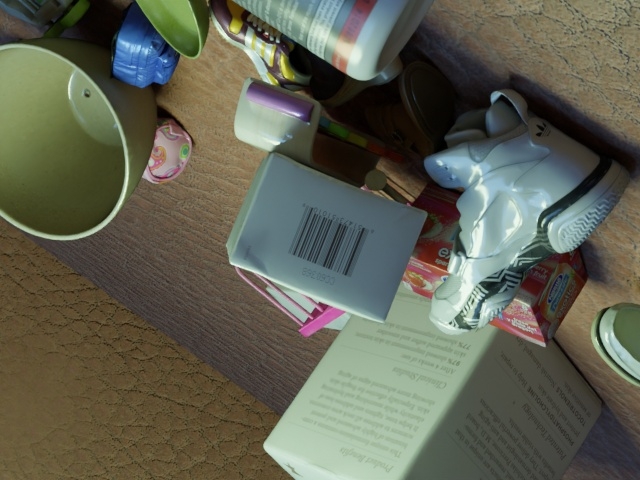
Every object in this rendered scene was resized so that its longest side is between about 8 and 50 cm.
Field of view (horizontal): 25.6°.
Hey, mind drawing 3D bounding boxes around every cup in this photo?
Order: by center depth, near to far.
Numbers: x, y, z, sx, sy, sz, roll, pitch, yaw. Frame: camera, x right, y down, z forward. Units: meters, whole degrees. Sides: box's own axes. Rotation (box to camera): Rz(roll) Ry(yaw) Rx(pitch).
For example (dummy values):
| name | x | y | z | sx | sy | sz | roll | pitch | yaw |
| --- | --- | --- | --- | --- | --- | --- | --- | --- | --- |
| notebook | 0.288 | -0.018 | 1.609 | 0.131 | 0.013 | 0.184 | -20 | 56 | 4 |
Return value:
| name | x | y | z | sx | sy | sz | roll | pitch | yaw |
| --- | --- | --- | --- | --- | --- | --- | --- | --- | --- |
| cup | -0.399 | -0.197 | 2.313 | 0.331 | 0.237 | 0.331 | 11 | 118 | 22 |

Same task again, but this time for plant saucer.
| name | x | y | z | sx | sy | sz | roll | pitch | yaw |
| --- | --- | --- | --- | --- | --- | --- | --- | --- | --- |
| plant saucer | -0.217 | -0.361 | 1.911 | 0.241 | 0.037 | 0.241 | 51 | 163 | 22 |

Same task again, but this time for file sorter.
| name | x | y | z | sx | sy | sz | roll | pitch | yaw |
| --- | --- | --- | --- | --- | --- | --- | --- | --- | --- |
| file sorter | 0.000 | 0.000 | 2.241 | 0.182 | 0.202 | 0.291 | 38 | 161 | -4 |

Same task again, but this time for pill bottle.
| name | x | y | z | sx | sy | sz | roll | pitch | yaw |
| --- | --- | --- | --- | --- | --- | --- | --- | --- | --- |
| pill bottle | -0.045 | -0.347 | 1.486 | 0.363 | 0.210 | 0.210 | 33 | 161 | 5 |

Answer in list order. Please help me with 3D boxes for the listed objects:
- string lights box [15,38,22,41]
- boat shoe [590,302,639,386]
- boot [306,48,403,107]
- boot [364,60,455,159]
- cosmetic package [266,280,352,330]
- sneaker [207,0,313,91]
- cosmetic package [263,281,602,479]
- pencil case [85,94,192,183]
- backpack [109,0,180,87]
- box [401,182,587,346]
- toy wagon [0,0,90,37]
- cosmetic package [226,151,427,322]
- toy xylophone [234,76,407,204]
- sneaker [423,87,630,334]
| name | x | y | z | sx | sy | sz | roll | pitch | yaw |
| --- | --- | --- | --- | --- | --- | --- | --- | --- | --- |
| string lights box | -0.518 | -0.239 | 2.644 | 0.077 | 0.133 | 0.259 | 20 | 155 | 39 |
| boat shoe | 0.517 | 0.173 | 1.939 | 0.302 | 0.113 | 0.103 | 29 | 161 | -15 |
| boot | 0.003 | -0.282 | 1.801 | 0.207 | 0.090 | 0.248 | 54 | 162 | -9 |
| boot | 0.113 | -0.168 | 1.859 | 0.152 | 0.073 | 0.197 | 21 | 154 | 46 |
| cosmetic package | 0.012 | 0.103 | 2.644 | 0.117 | 0.085 | 0.231 | 46 | 160 | -27 |
| sneaker | -0.072 | -0.282 | 1.921 | 0.084 | 0.069 | 0.185 | -17 | 127 | 43 |
| cosmetic package | 0.191 | 0.311 | 2.358 | 0.329 | 0.393 | 0.327 | 13 | 151 | 50 |
| pencil case | -0.366 | -0.189 | 2.540 | 0.284 | 0.124 | 0.124 | 21 | 156 | 38 |
| backpack | -0.263 | -0.302 | 2.136 | 0.101 | 0.098 | 0.120 | 13 | 150 | 0 |
| box | 0.237 | 0.032 | 2.028 | 0.257 | 0.128 | 0.122 | 23 | 157 | 33 |
| toy wagon | -0.480 | -0.441 | 2.211 | 0.267 | 0.068 | 0.344 | 41 | 159 | -17 |
| cosmetic package | -0.003 | -0.011 | 1.884 | 0.217 | 0.156 | 0.385 | 22 | -178 | -7 |
| toy xylophone | 0.013 | -0.130 | 1.921 | 0.236 | 0.081 | 0.323 | 22 | -178 | 11 |
| sneaker | 0.209 | -0.038 | 1.800 | 0.210 | 0.137 | 0.366 | 42 | 134 | -2 |
